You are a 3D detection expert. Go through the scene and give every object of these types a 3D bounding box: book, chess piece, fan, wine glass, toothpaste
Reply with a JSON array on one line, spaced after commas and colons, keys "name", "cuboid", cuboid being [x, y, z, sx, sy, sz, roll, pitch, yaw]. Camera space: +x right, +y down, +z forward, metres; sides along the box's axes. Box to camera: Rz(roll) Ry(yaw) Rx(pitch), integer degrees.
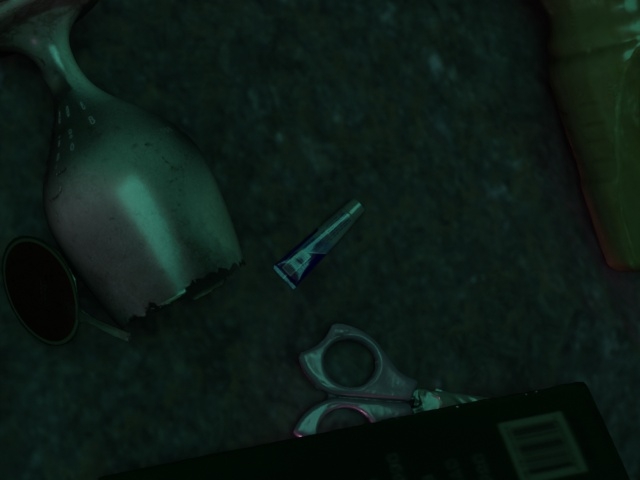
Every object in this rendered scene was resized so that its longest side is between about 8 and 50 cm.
[{"name": "book", "cuboid": [0.046, 0.230, 1.007, 0.371, 0.043, 0.260, -10, 43, -7]}, {"name": "chess piece", "cuboid": [0.240, -0.130, 1.161, 0.137, 0.137, 0.301, -17, 98, -13]}, {"name": "fan", "cuboid": [-0.181, 0.045, 1.049, 0.005, 0.133, 0.085, -26, 132, -45]}, {"name": "wine glass", "cuboid": [-0.153, -0.062, 1.060, 0.126, 0.126, 0.241, -27, 85, -14]}, {"name": "toothpaste", "cuboid": [0.000, 0.000, 1.138, 0.024, 0.015, 0.083, 45, 82, -3]}]

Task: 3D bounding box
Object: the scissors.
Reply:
[{"name": "scissors", "cuboid": [0.085, 0.126, 1.131, 0.212, 0.021, 0.110, 6, 83, -9]}]
